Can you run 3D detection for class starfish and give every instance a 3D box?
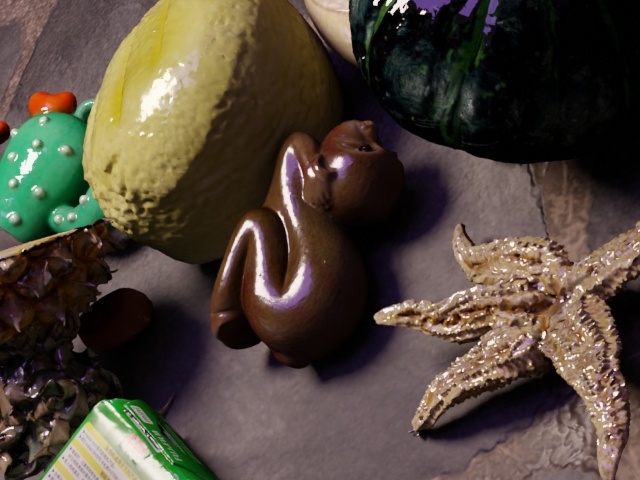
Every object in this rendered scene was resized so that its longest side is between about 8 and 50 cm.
[{"bbox_3d":[0.171,0.079,1.093,0.293,0.084,0.301,-10,50,44],"label":"starfish"}]

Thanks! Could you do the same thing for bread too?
[{"bbox_3d":[-0.129,-0.144,1.435,0.320,0.237,0.320,-29,36,23],"label":"bread"}]

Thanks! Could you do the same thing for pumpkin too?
[{"bbox_3d":[0.177,-0.219,1.146,0.315,0.238,0.315,0,62,1],"label":"pumpkin"}]

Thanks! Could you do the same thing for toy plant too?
[{"bbox_3d":[-0.380,-0.011,1.609,0.279,0.185,0.400,10,63,51],"label":"toy plant"}]

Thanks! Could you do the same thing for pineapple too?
[{"bbox_3d":[-0.303,0.141,1.385,0.262,0.272,0.262,-18,5,1],"label":"pineapple"}]

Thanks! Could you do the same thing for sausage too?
[{"bbox_3d":[-0.236,0.093,1.491,0.094,0.054,0.059,-34,47,19],"label":"sausage"}]

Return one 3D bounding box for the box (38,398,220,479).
[{"bbox_3d":[-0.215,0.292,1.256,0.250,0.103,0.180,-52,48,0],"label":"box"}]

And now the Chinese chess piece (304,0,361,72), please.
[{"bbox_3d":[0.110,-0.300,1.407,0.270,0.112,0.270,-18,47,20],"label":"Chinese chess piece"}]

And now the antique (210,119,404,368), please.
[{"bbox_3d":[0.000,0.000,1.292,0.143,0.121,0.257,12,68,40],"label":"antique"}]
